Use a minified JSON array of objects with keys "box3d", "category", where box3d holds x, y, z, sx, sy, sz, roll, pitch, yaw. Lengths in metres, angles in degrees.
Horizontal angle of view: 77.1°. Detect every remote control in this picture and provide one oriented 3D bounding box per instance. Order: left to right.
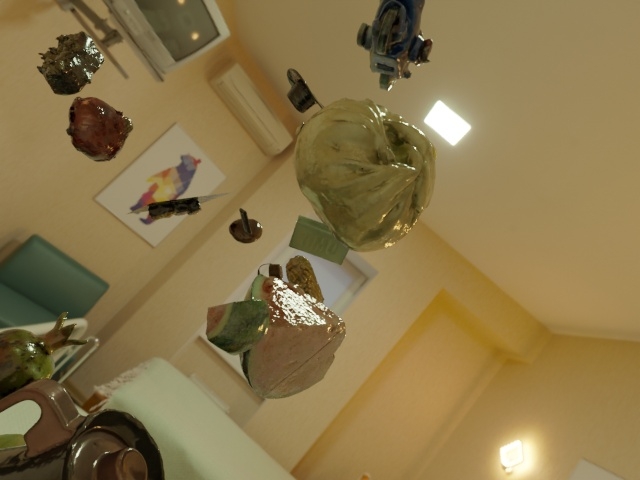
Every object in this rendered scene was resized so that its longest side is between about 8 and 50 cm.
[{"box3d":[-0.254,-0.064,1.346,0.039,0.014,0.096,31,-39,35],"category":"remote control"}]

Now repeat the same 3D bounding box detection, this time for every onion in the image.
[{"box3d":[-0.597,-0.311,1.105,0.184,0.147,0.183,166,-90,-89],"category":"onion"}]

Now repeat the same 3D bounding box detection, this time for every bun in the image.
[{"box3d":[0.084,-0.104,0.624,0.160,0.259,0.259,-9,-49,50],"category":"bun"}]

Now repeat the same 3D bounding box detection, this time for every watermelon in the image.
[{"box3d":[-0.120,0.114,0.586,0.072,0.092,0.084,40,-11,27],"category":"watermelon"},{"box3d":[-0.110,0.229,1.010,0.319,0.292,0.222,-3,41,-42],"category":"watermelon"}]

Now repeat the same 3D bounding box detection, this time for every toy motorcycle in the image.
[{"box3d":[0.177,-0.530,0.995,0.319,0.182,0.240,6,77,-81],"category":"toy motorcycle"}]

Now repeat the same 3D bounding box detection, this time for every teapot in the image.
[{"box3d":[-0.513,0.461,0.735,0.376,0.362,0.305,63,0,-4],"category":"teapot"}]

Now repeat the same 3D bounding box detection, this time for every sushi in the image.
[{"box3d":[-0.789,-0.557,1.257,0.147,0.212,0.115,2,-33,18],"category":"sushi"},{"box3d":[-0.485,-0.107,1.402,0.264,0.290,0.050,-8,-85,46],"category":"sushi"}]

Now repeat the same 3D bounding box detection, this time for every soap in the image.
[{"box3d":[0.000,0.000,1.372,0.199,0.063,0.114,19,-52,-2],"category":"soap"}]

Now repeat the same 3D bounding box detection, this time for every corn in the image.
[{"box3d":[-0.048,0.142,1.295,0.086,0.086,0.288,36,-20,33],"category":"corn"}]

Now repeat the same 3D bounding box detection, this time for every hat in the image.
[{"box3d":[-0.038,-0.302,0.852,0.121,0.050,0.121,44,6,-6],"category":"hat"}]

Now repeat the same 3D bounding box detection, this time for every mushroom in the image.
[{"box3d":[-0.270,-0.041,1.453,0.123,0.123,0.052,39,-45,18],"category":"mushroom"}]

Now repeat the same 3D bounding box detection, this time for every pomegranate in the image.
[{"box3d":[-0.631,0.250,0.868,0.156,0.220,0.156,47,-17,19],"category":"pomegranate"}]

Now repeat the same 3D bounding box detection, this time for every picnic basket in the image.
[{"box3d":[-0.174,0.114,1.368,0.072,0.083,0.072,-6,90,-83],"category":"picnic basket"}]

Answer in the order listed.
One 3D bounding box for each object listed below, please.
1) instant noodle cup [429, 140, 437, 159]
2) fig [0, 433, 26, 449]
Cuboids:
[{"box3d":[0.188,-0.155,1.043,0.213,0.174,0.213,10,-21,4],"category":"instant noodle cup"},{"box3d":[-0.787,0.585,0.926,0.240,0.271,0.239,11,-52,15],"category":"fig"}]
